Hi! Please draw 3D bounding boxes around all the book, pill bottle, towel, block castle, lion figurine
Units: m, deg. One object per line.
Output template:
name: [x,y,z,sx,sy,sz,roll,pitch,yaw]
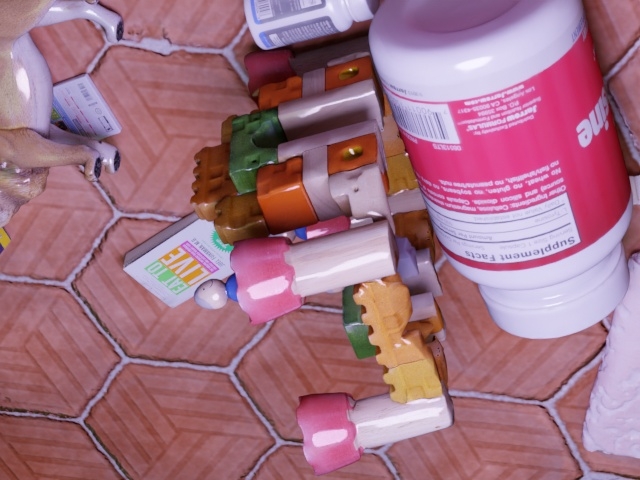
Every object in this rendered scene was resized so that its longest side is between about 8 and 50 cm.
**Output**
book: [-0.169,0.023,2.043,0.144,0.035,0.096,-31,121,27]
pill bottle: [0.216,-0.096,1.753,0.229,0.229,0.407,-10,126,17]
towel: [0.517,0.170,2.022,0.317,0.053,0.331,9,128,3]
block castle: [0.000,0.000,1.728,0.213,0.453,0.303,-14,125,10]
lion figurine: [-0.362,-0.186,1.850,0.240,0.142,0.392,9,107,9]
pill bottle: [-0.009,-0.264,1.758,0.137,0.078,0.078,-11,125,18]

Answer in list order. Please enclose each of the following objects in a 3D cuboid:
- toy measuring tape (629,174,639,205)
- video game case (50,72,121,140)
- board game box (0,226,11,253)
toy measuring tape: [0.487,-0.095,1.774,0.330,0.121,0.121,-12,124,18]
video game case: [-0.317,-0.151,1.942,0.122,0.011,0.087,-17,124,21]
board game box: [-0.479,-0.019,1.988,0.048,0.141,0.170,-4,127,31]
